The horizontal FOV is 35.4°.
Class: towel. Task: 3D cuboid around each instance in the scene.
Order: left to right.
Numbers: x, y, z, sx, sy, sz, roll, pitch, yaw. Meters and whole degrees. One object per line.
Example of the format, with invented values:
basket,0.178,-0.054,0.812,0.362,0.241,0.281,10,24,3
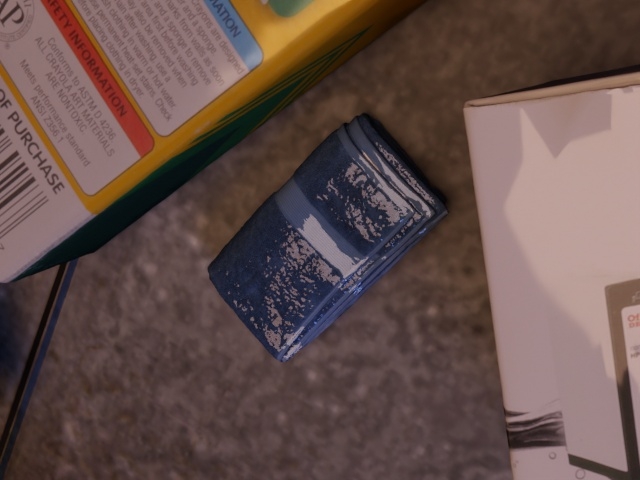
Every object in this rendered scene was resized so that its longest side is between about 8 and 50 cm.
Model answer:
towel,0.000,0.000,0.485,0.067,0.029,0.119,48,114,7

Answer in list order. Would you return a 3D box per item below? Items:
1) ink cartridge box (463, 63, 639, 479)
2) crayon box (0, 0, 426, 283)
ink cartridge box,0.123,0.036,0.380,0.086,0.148,0.203,-5,98,24
crayon box,-0.071,-0.149,0.452,0.323,0.083,0.203,-33,88,25
